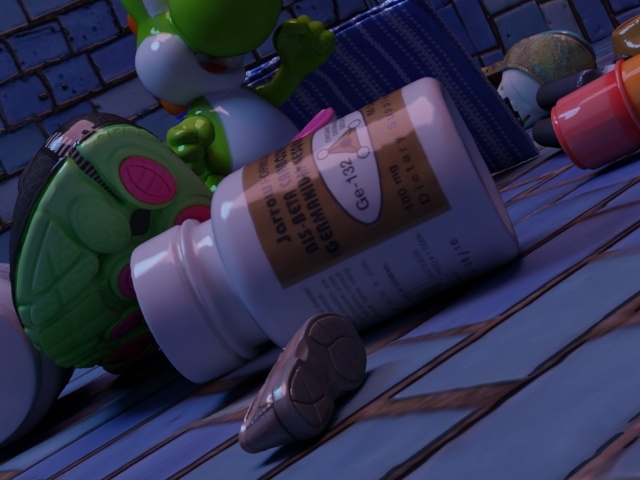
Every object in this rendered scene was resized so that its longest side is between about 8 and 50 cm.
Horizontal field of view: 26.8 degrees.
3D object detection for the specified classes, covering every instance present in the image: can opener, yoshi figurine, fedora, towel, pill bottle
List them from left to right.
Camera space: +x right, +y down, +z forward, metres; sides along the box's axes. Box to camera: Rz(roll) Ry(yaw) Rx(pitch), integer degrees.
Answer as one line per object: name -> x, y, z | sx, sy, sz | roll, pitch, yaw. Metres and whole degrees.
pill bottle -> -0.314, 0.108, 1.246 | 0.160, 0.160, 0.283 | -27, 4, -3
yoshi figurine -> -0.069, -0.135, 1.309 | 0.203, 0.362, 0.203 | -29, 2, 8
pill bottle -> 0.000, 0.000, 0.872 | 0.229, 0.131, 0.131 | -26, 4, 11
towel -> 0.029, -0.109, 1.450 | 0.336, 0.243, 0.040 | -24, 33, 31
can opener -> 0.267, -0.119, 1.239 | 0.093, 0.074, 0.280 | 8, 0, -11
fedora -> 0.420, -0.247, 1.645 | 0.194, 0.079, 0.194 | -27, 4, 2

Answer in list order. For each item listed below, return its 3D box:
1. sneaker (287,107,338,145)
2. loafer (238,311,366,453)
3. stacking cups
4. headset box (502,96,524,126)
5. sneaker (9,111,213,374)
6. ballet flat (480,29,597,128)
sneaker -> -0.026, 0.023, 1.013 | 0.252, 0.111, 0.103 | -51, 0, 41
loafer -> -0.010, 0.072, 0.691 | 0.039, 0.045, 0.125 | -32, 5, 21
stacking cups -> 0.323, -0.146, 1.002 | 0.316, 0.096, 0.096 | -26, 4, 32
headset box -> 0.210, -0.133, 1.649 | 0.083, 0.062, 0.032 | -23, 6, 29
sneaker -> -0.200, -0.008, 1.157 | 0.185, 0.202, 0.483 | -35, -8, -12
ballet flat -> 0.273, -0.203, 1.903 | 0.123, 0.123, 0.348 | -28, 5, -17
